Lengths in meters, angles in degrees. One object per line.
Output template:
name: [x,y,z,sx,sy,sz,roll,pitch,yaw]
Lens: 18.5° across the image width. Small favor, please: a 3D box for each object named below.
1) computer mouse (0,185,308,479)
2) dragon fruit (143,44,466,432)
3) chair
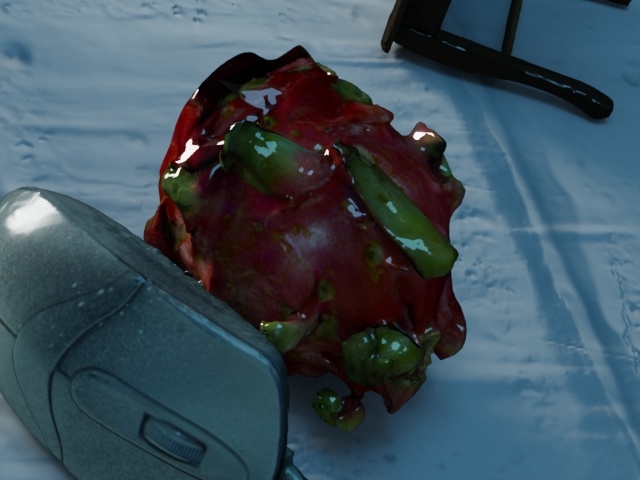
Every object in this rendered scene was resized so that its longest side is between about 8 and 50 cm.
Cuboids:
computer mouse: [-0.100,0.059,0.926,0.229,0.113,0.068,38,29,27]
dragon fruit: [0.000,0.000,0.994,0.172,0.160,0.166,39,3,18]
chair: [0.071,-0.229,1.271,0.319,0.160,0.186,21,39,-1]
